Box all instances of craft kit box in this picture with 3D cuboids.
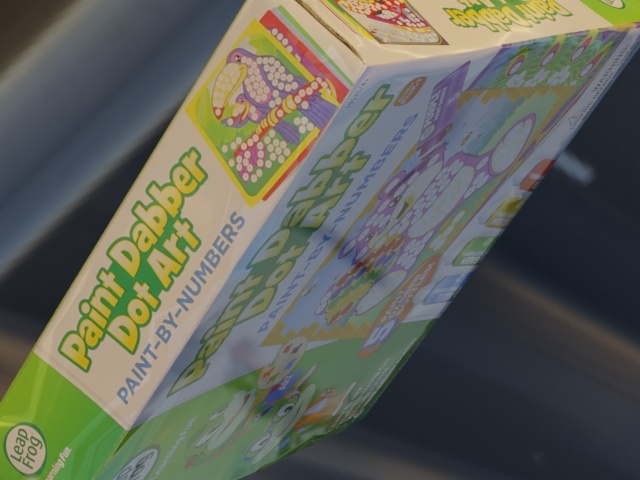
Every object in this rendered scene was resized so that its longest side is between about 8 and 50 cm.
[{"bbox_3d":[0.000,0.000,0.771,0.246,0.061,0.250,-14,143,-55],"label":"craft kit box"}]
